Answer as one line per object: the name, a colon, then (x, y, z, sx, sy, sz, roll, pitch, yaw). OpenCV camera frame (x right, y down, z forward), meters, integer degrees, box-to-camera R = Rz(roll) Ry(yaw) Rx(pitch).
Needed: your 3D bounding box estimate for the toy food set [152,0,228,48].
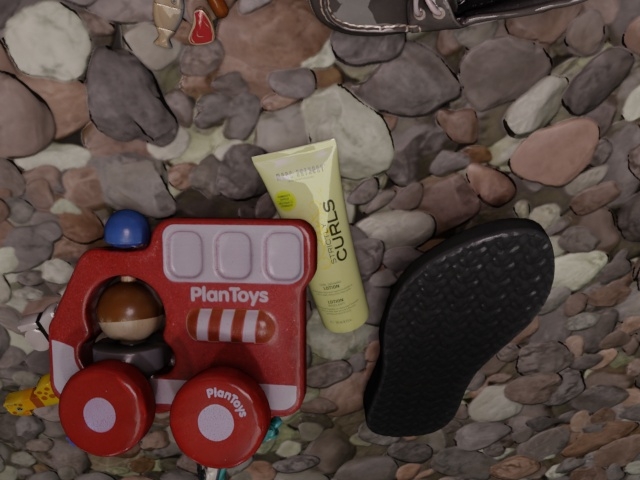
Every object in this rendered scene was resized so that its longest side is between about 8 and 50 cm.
toy food set: (-0.111, -0.227, 0.587, 0.078, 0.019, 0.122, 5, 126, -9)

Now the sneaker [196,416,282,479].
sneaker: (-0.111, 0.269, 0.912, 0.110, 0.107, 0.275, 8, 126, -22)

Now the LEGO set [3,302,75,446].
LEGO set: (-0.339, 0.197, 0.841, 0.093, 0.087, 0.227, -13, 126, 4)

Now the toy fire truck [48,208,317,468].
toy fire truck: (-0.154, 0.093, 0.729, 0.302, 0.169, 0.253, 2, 95, 10)

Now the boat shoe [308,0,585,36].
boat shoe: (0.153, -0.243, 0.554, 0.335, 0.095, 0.112, -13, 127, 4)

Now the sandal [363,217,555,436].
sandal: (0.140, 0.109, 0.827, 0.168, 0.107, 0.445, 5, 139, -11)

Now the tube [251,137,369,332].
tube: (0.000, 0.000, 0.747, 0.070, 0.062, 0.240, -33, 125, -25)
